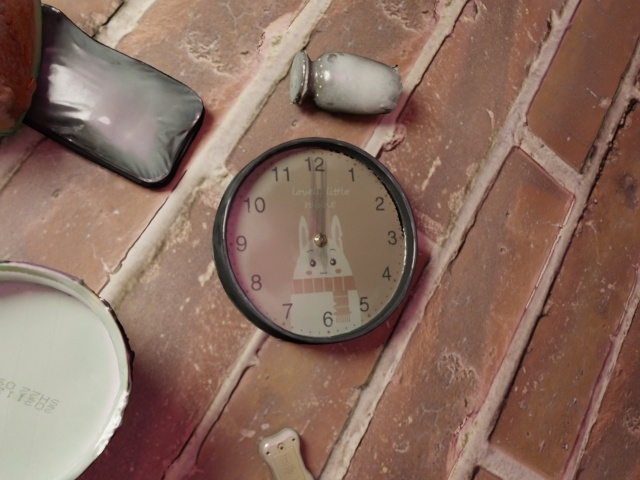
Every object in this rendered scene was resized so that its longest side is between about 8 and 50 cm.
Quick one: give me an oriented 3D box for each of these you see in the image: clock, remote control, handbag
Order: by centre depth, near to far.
[{"bbox_3d":[-0.366,-0.233,0.793,0.332,0.075,0.191,28,78,-17],"label":"handbag"},{"bbox_3d":[-0.057,0.390,0.841,0.074,0.032,0.122,-19,89,-21],"label":"remote control"},{"bbox_3d":[0.000,0.000,0.889,0.386,0.076,0.386,3,82,-20],"label":"clock"}]

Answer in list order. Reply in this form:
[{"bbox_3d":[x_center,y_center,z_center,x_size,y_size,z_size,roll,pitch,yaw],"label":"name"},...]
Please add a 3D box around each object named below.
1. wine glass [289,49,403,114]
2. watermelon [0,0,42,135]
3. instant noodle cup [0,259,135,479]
[{"bbox_3d":[0.046,-0.296,0.925,0.204,0.111,0.111,2,82,-16],"label":"wine glass"},{"bbox_3d":[-0.529,-0.217,0.603,0.292,0.222,0.319,0,44,-12],"label":"watermelon"},{"bbox_3d":[-0.385,0.167,0.579,0.340,0.266,0.340,12,71,-39],"label":"instant noodle cup"}]
